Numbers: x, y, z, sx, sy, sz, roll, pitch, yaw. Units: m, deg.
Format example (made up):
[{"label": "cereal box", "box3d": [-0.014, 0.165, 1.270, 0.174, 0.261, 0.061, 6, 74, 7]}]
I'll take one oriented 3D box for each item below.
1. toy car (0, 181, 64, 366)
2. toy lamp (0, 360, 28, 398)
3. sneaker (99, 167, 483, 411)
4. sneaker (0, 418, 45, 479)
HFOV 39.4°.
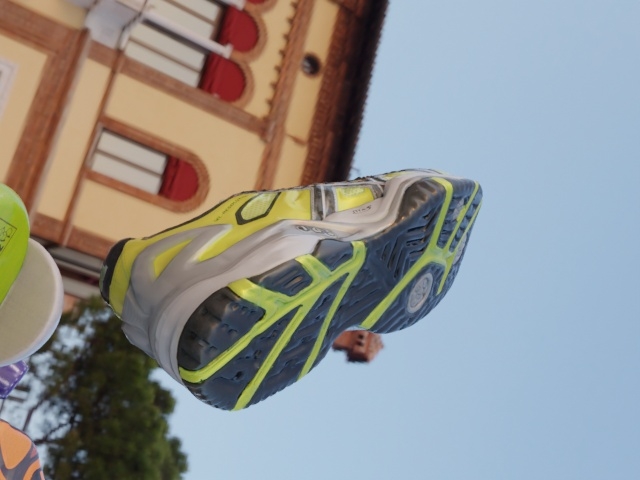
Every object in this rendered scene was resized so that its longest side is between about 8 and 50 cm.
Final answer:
[{"label": "toy car", "box3d": [-0.230, 0.031, 0.441, 0.136, 0.159, 0.182, 34, -98, 17]}, {"label": "toy lamp", "box3d": [-0.470, 0.089, 1.051, 0.080, 0.275, 0.080, -52, -172, 10]}, {"label": "sneaker", "box3d": [0.000, 0.000, 0.717, 0.147, 0.385, 0.145, 29, -64, 31]}, {"label": "sneaker", "box3d": [-0.511, 0.323, 1.169, 0.124, 0.321, 0.180, -14, -101, 36]}]
